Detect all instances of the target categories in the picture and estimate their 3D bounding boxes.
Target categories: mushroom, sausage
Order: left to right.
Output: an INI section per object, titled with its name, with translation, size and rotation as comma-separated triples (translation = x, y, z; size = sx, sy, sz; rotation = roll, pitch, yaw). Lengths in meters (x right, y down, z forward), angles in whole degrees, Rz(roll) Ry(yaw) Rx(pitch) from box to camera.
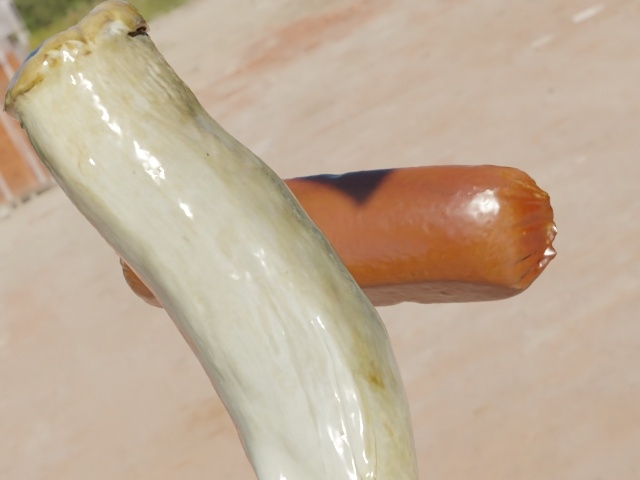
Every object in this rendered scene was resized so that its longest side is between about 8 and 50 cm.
[mushroom]
translation = -0.051, 0.025, 0.927
size = 0.122, 0.351, 0.095
rotation = -21, -18, -41
[sausage]
translation = 0.000, 0.001, 1.269
size = 0.348, 0.097, 0.094
rotation = -4, -8, 26
